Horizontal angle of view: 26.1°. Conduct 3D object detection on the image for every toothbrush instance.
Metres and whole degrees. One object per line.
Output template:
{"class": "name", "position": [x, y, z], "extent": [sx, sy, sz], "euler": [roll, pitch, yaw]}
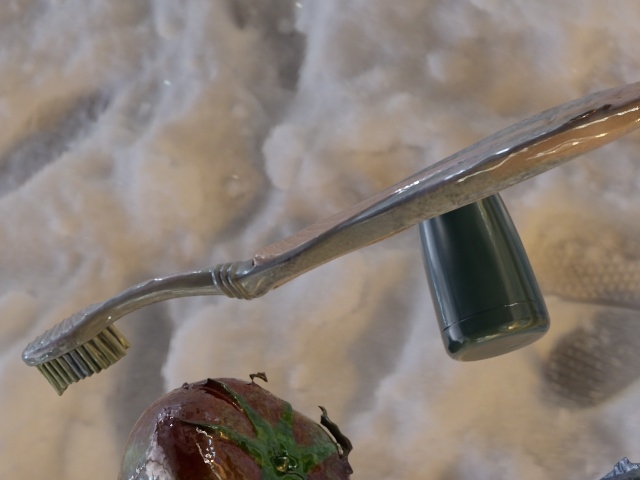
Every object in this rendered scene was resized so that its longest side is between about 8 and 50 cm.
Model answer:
{"class": "toothbrush", "position": [0.000, 0.000, 0.632], "extent": [0.375, 0.028, 0.037], "euler": [-24, 111, 29]}

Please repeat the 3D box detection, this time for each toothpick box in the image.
{"class": "toothpick box", "position": [0.174, 0.032, 1.531], "extent": [0.120, 0.120, 0.184], "euler": [-23, 72, 24]}

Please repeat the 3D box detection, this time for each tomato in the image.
{"class": "tomato", "position": [-0.110, 0.316, 1.628], "extent": [0.239, 0.303, 0.303], "euler": [-44, 62, 31]}

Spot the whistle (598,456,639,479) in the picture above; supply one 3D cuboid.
{"class": "whistle", "position": [0.202, 0.268, 0.966], "extent": [0.062, 0.304, 0.062], "euler": [-5, 40, 5]}
